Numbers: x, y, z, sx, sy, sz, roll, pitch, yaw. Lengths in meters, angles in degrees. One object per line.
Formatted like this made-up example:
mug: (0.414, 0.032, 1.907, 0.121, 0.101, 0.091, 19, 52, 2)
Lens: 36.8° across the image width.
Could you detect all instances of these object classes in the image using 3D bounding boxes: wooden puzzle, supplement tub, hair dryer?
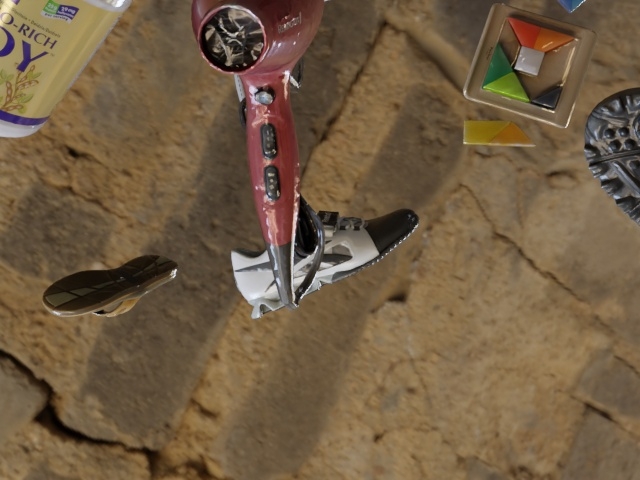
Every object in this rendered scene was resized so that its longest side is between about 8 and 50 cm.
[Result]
wooden puzzle: (0.137, -0.114, 0.627, 0.014, 0.078, 0.116, 34, -112, -85)
supplement tub: (-0.400, -0.331, 1.298, 0.241, 0.241, 0.331, 21, -64, -45)
hair dryer: (-0.022, -0.088, 0.622, 0.293, 0.080, 0.223, 58, -159, -71)

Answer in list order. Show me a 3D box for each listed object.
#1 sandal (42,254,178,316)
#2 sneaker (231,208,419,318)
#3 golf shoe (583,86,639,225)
sandal: (-0.257, 0.065, 1.200, 0.180, 0.072, 0.049, -20, -50, -39)
sneaker: (0.000, 0.000, 1.610, 0.330, 0.122, 0.146, -25, -85, 6)
golf shoe: (0.216, -0.042, 0.499, 0.198, 0.094, 0.077, 14, -60, -17)
